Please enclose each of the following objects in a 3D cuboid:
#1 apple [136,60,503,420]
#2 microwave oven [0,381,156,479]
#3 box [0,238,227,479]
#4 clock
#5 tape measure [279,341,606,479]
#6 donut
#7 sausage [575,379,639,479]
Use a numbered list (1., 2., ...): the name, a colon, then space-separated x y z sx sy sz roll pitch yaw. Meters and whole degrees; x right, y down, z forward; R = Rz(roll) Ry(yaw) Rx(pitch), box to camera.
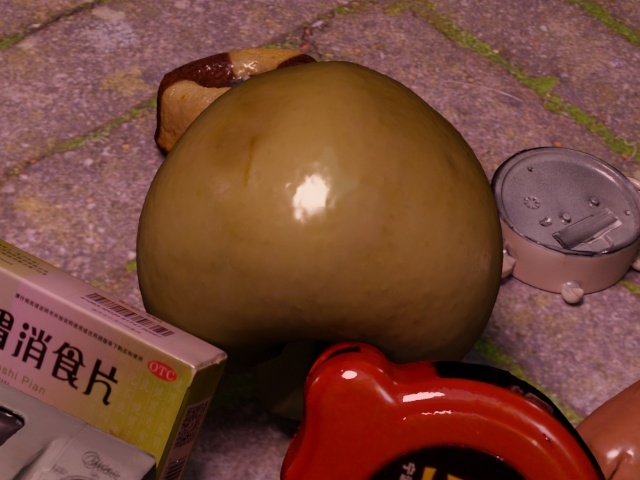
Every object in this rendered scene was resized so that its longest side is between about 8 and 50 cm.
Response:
1. apple: 0.000 0.000 1.188 0.292 0.292 0.254 9 59 -1
2. microwave oven: -0.279 0.201 0.977 0.295 0.237 0.181 23 47 13
3. box: -0.218 0.113 1.120 0.260 0.175 0.062 25 14 16
4. clock: 0.233 -0.021 1.418 0.229 0.063 0.155 -22 51 -27
5. tape measure: 0.074 0.207 1.045 0.260 0.253 0.114 15 6 -2
6. donut: -0.074 -0.135 1.447 0.184 0.073 0.166 -12 28 -13
7. sausage: 0.318 0.150 1.215 0.304 0.121 0.121 -25 54 -31
